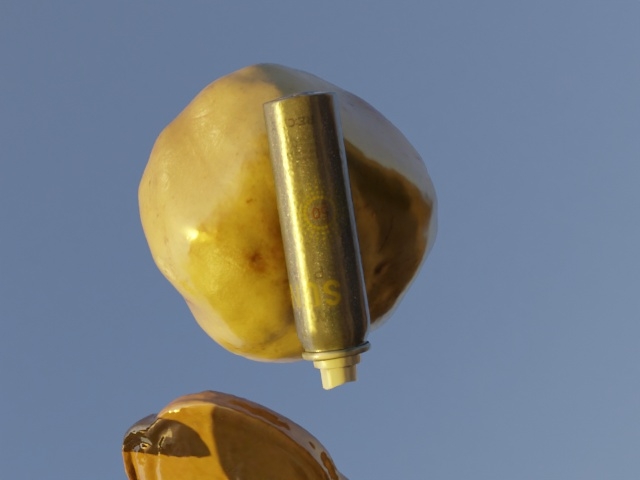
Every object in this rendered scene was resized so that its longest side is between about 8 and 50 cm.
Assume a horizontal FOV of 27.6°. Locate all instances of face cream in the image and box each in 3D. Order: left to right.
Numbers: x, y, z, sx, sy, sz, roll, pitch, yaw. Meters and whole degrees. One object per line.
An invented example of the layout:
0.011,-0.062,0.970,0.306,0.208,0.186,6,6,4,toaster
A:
0.000,0.000,1.249,0.073,0.073,0.283,-9,-87,-20,face cream

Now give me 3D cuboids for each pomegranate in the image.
-0.032,-0.031,1.439,0.333,0.332,0.332,-12,-55,-18,pomegranate

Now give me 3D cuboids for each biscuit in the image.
-0.089,0.345,1.580,0.312,0.057,0.351,6,-62,24,biscuit
